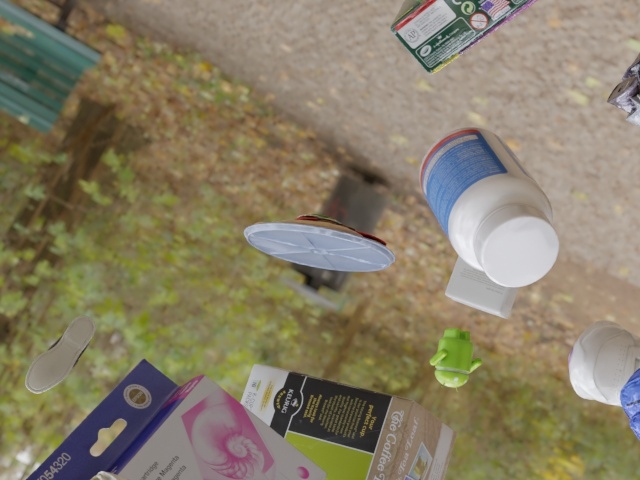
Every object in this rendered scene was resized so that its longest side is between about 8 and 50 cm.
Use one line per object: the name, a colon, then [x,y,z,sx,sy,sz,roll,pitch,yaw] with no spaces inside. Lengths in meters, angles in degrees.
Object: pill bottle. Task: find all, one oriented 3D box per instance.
pill bottle: [0.201,-0.038,1.439,0.124,0.124,0.221,31,-162,-23]

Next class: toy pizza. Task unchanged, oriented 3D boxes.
toy pizza: [0.000,0.000,1.592,0.201,0.032,0.201,10,166,2]

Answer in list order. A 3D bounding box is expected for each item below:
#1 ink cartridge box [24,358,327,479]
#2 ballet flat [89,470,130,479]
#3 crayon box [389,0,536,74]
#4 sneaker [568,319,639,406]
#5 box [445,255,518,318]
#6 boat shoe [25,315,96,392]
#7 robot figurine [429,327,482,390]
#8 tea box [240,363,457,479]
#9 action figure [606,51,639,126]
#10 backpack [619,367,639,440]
ink cartridge box: [-0.192,0.335,1.695,0.330,0.324,0.071,38,128,1]
ballet flat: [-0.212,0.272,1.155,0.096,0.095,0.280,53,-162,16]
crayon box: [0.291,-0.437,1.781,0.363,0.313,0.106,-35,108,31]
sneaker: [0.467,0.184,1.675,0.305,0.114,0.152,18,173,-37]
box: [0.277,0.073,2.048,0.101,0.087,0.102,19,176,19]
boat shoe: [-0.342,0.153,1.600,0.046,0.125,0.038,32,151,0]
robot figurine: [0.253,0.226,2.307,0.101,0.115,0.067,17,167,-34]
tea box: [0.012,0.418,2.057,0.323,0.329,0.220,10,163,31]
action figure: [0.517,-0.133,1.609,0.285,0.185,0.099,36,155,-3]
backpack: [0.414,0.204,1.438,0.098,0.120,0.101,-28,178,34]
